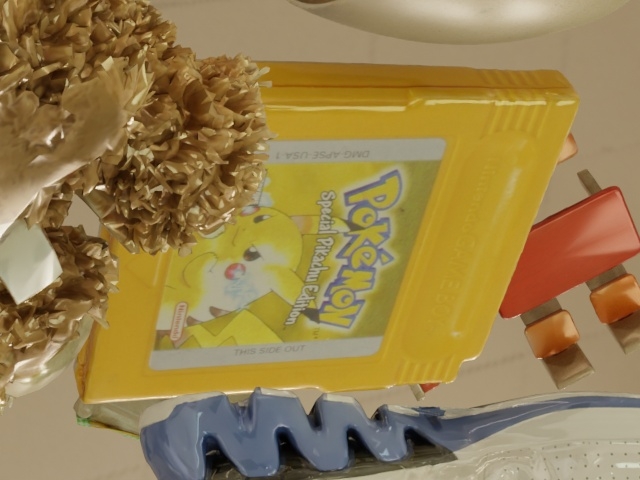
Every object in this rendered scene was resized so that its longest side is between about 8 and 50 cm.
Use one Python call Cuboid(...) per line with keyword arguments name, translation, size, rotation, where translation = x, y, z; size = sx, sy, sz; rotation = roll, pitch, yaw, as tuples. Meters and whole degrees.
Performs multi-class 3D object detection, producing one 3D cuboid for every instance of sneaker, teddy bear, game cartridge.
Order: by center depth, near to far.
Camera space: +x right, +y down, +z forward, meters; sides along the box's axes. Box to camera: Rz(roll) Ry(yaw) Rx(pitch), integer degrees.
Cuboid(name="teddy bear", translation=(-0.132, -0.051, 0.507), size=(0.245, 0.113, 0.338), rotation=(-50, 151, 16))
Cuboid(name="sneaker", translation=(0.066, 0.174, 0.815), size=(0.315, 0.182, 0.127), rotation=(0, 164, -2))
Cuboid(name="game cartridge", translation=(0.000, 0.000, 1.175), size=(0.323, 0.053, 0.285), rotation=(-1, 130, -21))

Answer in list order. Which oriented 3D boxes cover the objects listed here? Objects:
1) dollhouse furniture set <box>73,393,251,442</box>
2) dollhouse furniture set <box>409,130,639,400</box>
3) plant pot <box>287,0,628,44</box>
Cuboid(name="dollhouse furniture set", translation=(-0.107, 0.064, 1.654), size=(0.197, 0.151, 0.301), rotation=(30, 105, -33))
Cuboid(name="dollhouse furniture set", translation=(0.177, 0.036, 1.533), size=(0.259, 0.135, 0.262), rotation=(-28, 119, 2))
Cuboid(name="plant pot", translation=(0.123, -0.239, 1.035), size=(0.191, 0.284, 0.284), rotation=(23, 101, -28))
